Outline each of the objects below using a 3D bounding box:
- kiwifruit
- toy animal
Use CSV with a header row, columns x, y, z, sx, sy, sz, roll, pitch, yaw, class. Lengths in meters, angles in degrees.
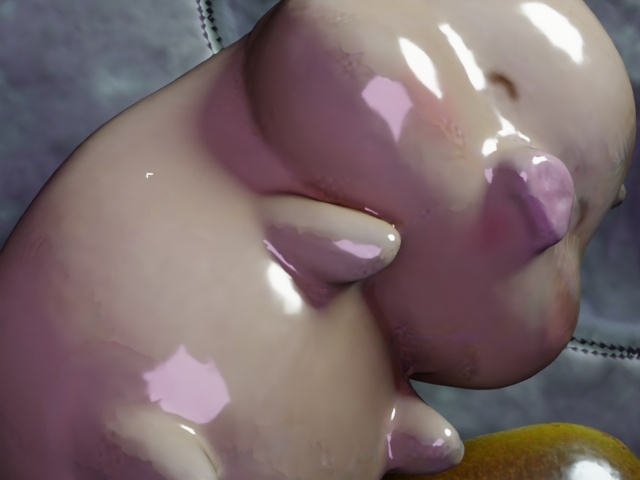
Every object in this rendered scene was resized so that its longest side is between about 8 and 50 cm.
x,y,z,sx,sy,sz,roll,pitch,yaw,class
0.054,0.103,0.645,0.124,0.075,0.075,-17,80,-12,kiwifruit
-0.001,0.005,0.618,0.154,0.166,0.250,26,60,39,toy animal
